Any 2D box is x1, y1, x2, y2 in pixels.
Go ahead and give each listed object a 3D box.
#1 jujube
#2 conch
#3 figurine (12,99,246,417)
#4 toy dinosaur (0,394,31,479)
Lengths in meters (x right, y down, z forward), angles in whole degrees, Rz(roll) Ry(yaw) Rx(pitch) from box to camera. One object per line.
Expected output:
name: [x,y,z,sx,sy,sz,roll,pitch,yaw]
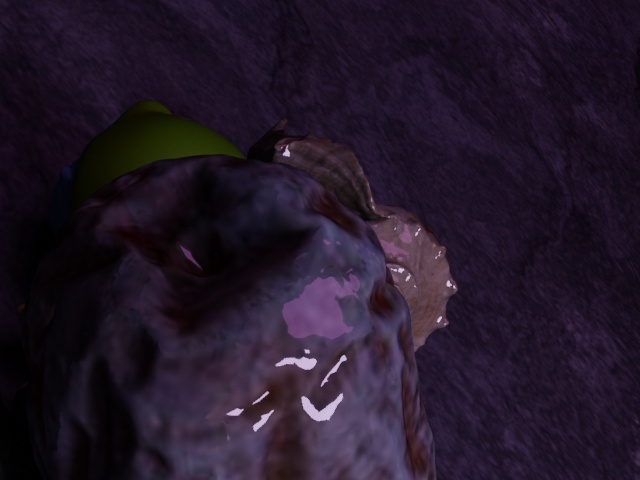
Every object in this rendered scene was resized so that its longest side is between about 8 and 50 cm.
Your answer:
jujube: [-0.045,0.114,1.019,0.226,0.226,0.317,-88,170,-54]
conch: [0.000,0.000,1.385,0.163,0.178,0.245,-6,15,-13]
figurine: [-0.113,0.025,1.205,0.162,0.143,0.263,42,38,-21]
toy dinosaur: [-0.205,0.098,1.023,0.147,0.076,0.363,19,36,-52]
